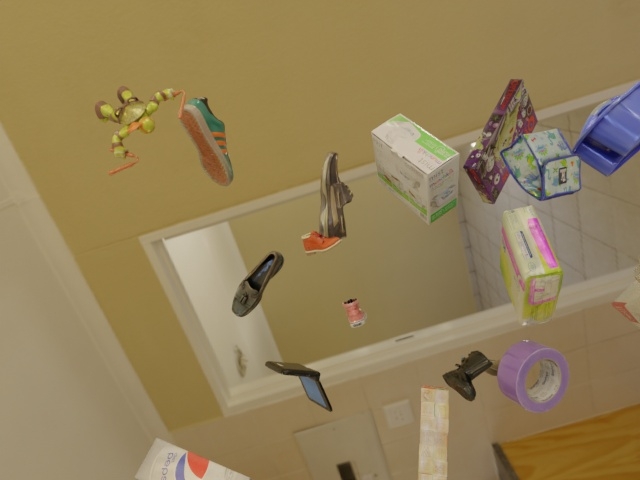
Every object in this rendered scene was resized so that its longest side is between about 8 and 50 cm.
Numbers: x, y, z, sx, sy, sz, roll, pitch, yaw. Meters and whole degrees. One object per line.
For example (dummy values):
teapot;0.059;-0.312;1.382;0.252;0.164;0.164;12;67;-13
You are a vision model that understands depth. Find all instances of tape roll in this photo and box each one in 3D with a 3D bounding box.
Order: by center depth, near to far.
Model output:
tape roll;0.613;0.389;1.320;0.080;0.189;0.189;-161;52;-71

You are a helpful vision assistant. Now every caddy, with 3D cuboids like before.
caddy;0.936;-0.365;1.425;0.179;0.341;0.241;47;167;23

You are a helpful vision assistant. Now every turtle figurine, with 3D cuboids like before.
turtle figurine;-0.470;-0.297;1.121;0.217;0.269;0.087;32;172;34

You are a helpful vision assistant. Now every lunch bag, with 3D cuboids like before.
lunch bag;0.499;-0.164;1.019;0.151;0.129;0.096;70;155;15

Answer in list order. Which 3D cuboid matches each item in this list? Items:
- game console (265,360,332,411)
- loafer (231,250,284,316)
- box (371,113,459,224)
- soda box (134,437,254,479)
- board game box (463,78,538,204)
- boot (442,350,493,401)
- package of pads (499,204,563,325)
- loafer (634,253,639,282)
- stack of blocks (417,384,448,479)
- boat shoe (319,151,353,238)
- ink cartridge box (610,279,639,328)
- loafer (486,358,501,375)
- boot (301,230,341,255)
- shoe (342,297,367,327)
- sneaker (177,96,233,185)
game console;-0.044;0.273;0.862;0.122;0.107;0.071;163;116;-66
loafer;-0.228;0.145;1.590;0.096;0.267;0.084;34;175;10
box;0.288;-0.219;1.412;0.262;0.127;0.231;48;166;37
soda box;-0.252;0.514;0.967;0.098;0.286;0.091;58;-133;-41
board game box;0.589;-0.316;1.482;0.056;0.347;0.208;22;167;41
boot;0.328;0.289;0.990;0.045;0.099;0.121;59;172;-7
package of pads;0.582;0.083;1.284;0.296;0.101;0.229;62;-161;-51
loafer;0.881;0.080;1.241;0.125;0.045;0.039;-44;-58;-39
stack of blocks;0.369;0.634;1.501;0.171;0.087;0.297;50;-136;-71
boat shoe;0.063;-0.173;1.829;0.132;0.130;0.355;-93;5;-83
ink cartridge box;1.159;0.285;1.419;0.385;0.160;0.279;45;-173;15
loafer;0.548;0.388;1.408;0.050;0.148;0.056;-62;17;17
boot;0.000;0.000;1.679;0.059;0.158;0.084;-38;-70;-57
shoe;0.112;0.227;1.499;0.178;0.063;0.081;-4;-103;-85
sneaker;-0.348;-0.326;1.509;0.121;0.108;0.302;-59;-38;-40
